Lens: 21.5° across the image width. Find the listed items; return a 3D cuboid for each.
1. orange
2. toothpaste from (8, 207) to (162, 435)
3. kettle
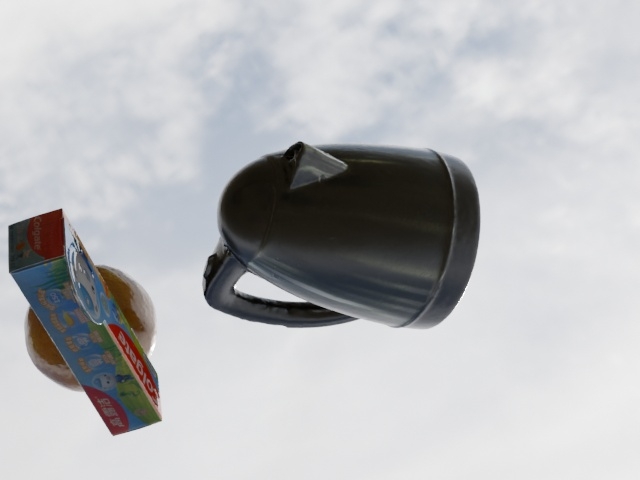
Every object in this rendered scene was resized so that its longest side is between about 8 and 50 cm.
[{"bbox_3d":[-0.268,0.107,1.979,0.159,0.136,0.159,0,-129,0],"label":"orange"},{"bbox_3d":[-0.166,0.070,1.208,0.044,0.193,0.070,-17,-135,6],"label":"toothpaste"},{"bbox_3d":[0.005,-0.016,1.890,0.251,0.271,0.207,-17,-115,62],"label":"kettle"}]
